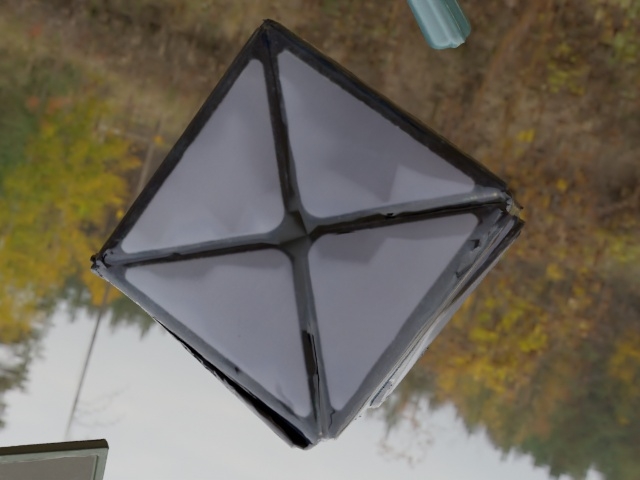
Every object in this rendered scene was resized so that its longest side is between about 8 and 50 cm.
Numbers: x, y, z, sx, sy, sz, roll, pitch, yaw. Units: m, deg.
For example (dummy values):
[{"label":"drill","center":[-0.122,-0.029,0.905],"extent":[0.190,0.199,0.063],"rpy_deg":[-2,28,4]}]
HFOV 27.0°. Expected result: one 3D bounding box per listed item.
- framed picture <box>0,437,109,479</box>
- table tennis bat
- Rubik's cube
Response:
[{"label":"framed picture","center":[-0.434,0.343,1.593],"extent":[0.335,0.247,0.022],"rpy_deg":[-1,-145,-23]},{"label":"table tennis bat","center":[0.055,-0.258,1.073],"extent":[0.244,0.040,0.153],"rpy_deg":[58,175,-27]},{"label":"Rubik's cube","center":[0.000,0.000,1.344],"extent":[0.307,0.310,0.305],"rpy_deg":[38,-175,7]}]
